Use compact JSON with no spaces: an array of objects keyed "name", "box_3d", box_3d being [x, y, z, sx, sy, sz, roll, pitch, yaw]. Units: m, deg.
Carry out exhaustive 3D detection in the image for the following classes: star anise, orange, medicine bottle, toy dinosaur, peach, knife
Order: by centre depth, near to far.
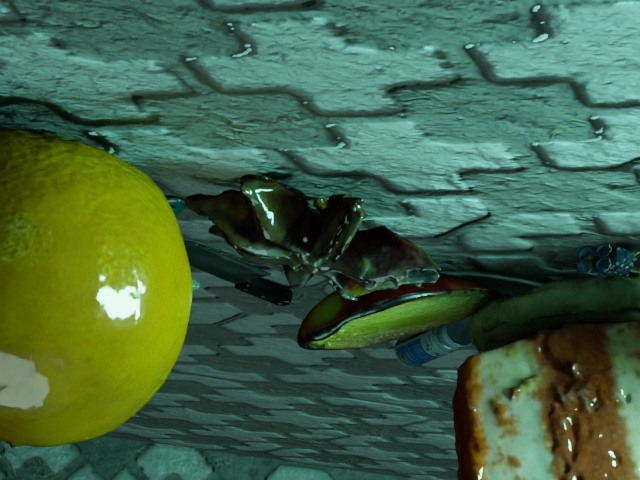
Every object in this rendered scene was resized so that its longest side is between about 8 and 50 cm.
[{"name":"orange","box_3d":[-0.271,0.043,1.511,0.312,0.312,0.312,4,166,1]},{"name":"star anise","box_3d":[0.001,0.000,1.661,0.288,0.088,0.288,20,166,5]},{"name":"toy dinosaur","box_3d":[0.312,0.025,1.773,0.047,0.030,0.083,19,160,-39]},{"name":"peach","box_3d":[0.102,0.070,1.943,0.279,0.068,0.189,-9,167,-26]},{"name":"knife","box_3d":[-0.102,0.040,1.996,0.072,0.019,0.245,-8,159,37]},{"name":"medicine bottle","box_3d":[0.156,0.135,2.215,0.051,0.051,0.191,9,166,-16]}]

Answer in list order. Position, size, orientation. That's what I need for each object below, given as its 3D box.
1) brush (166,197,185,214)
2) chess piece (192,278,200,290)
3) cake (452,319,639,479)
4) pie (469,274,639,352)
[{"name":"brush","box_3d":[-0.221,-0.024,1.774,0.193,0.032,0.043,-21,148,35]},{"name":"chess piece","box_3d":[-0.211,0.047,2.000,0.149,0.059,0.059,8,167,-40]},{"name":"cake","box_3d":[0.315,0.243,1.875,0.320,0.270,0.269,-9,162,3]},{"name":"pie","box_3d":[0.313,0.099,1.962,0.274,0.055,0.274,-5,162,-2]}]
